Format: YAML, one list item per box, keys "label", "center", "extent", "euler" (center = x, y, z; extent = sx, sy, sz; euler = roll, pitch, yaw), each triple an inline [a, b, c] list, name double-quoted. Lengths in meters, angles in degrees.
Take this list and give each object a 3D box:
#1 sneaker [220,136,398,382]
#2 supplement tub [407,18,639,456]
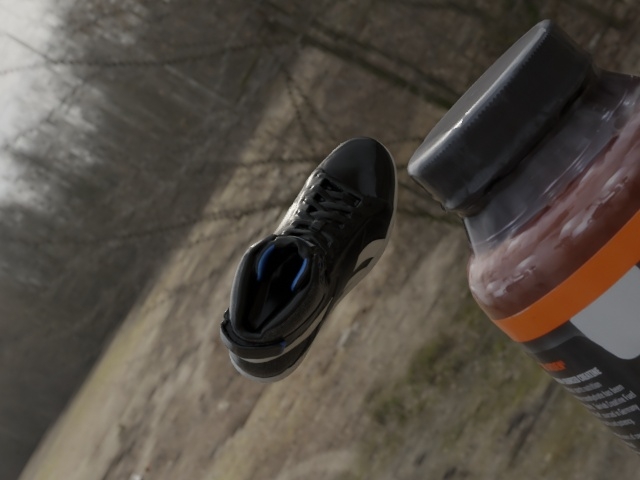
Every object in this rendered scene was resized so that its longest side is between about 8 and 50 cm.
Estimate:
- label: "sneaker"
  center: [0.000, 0.000, 0.987]
  extent: [0.217, 0.079, 0.121]
  euler: [-62, -10, -17]
- label: "supplement tub"
  center: [0.123, 0.018, 0.445]
  extent: [0.106, 0.198, 0.106]
  euler: [-48, 4, 5]
